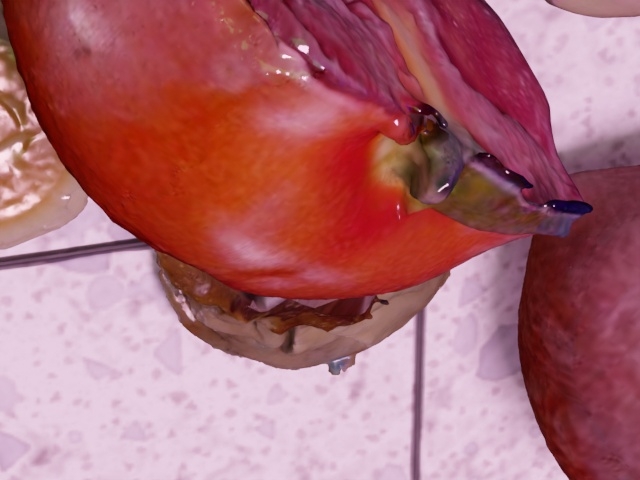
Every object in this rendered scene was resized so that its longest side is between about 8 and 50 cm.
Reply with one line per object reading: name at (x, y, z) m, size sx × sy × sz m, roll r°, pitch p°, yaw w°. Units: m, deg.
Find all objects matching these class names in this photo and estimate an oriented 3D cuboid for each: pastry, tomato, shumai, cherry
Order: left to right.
pastry at (-0.185, -0.072, 1.042) m, size 0.166 × 0.088 × 0.165 m, roll -9°, pitch 118°, yaw -18°
tomato at (-0.034, -0.099, 0.985) m, size 0.176 × 0.289 × 0.335 m, roll -37°, pitch 142°, yaw 24°
shumai at (0.000, 0.000, 1.126) m, size 0.201 × 0.120 × 0.201 m, roll -6°, pitch 117°, yaw -13°
cherry at (0.230, 0.067, 1.189) m, size 0.239 × 0.206 × 0.239 m, roll -8°, pitch 131°, yaw -9°

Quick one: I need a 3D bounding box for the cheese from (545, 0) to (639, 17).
cheese at (0.230, -0.230, 1.106) m, size 0.286 × 0.082 × 0.163 m, roll -26°, pitch 123°, yaw -7°
